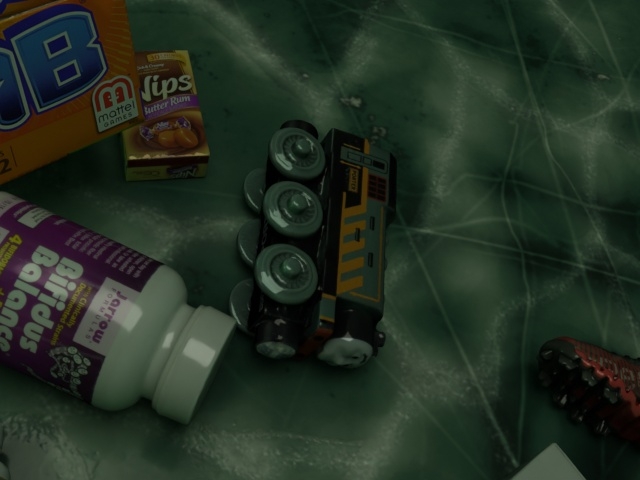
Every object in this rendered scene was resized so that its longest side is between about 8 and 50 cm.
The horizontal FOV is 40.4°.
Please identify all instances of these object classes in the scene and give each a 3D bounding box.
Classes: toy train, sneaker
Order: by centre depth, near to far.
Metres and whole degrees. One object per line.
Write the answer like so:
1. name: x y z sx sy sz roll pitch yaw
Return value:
1. toy train: 0.000 0.000 1.083 0.190 0.142 0.334 16 55 -18
2. sneaker: 0.401 0.190 1.094 0.276 0.097 0.135 32 56 3

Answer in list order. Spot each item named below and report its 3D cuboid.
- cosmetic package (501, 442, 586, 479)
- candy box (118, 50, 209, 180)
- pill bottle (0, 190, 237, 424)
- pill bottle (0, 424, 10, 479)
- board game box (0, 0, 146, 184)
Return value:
1. cosmetic package: 0.182 0.327 0.933 0.231 0.117 0.085 -29 71 -28
2. candy box: -0.220 -0.172 1.173 0.109 0.053 0.187 -5 59 -18
3. pill bottle: -0.250 0.079 0.933 0.301 0.169 0.169 24 55 1
4. pill bottle: -0.350 0.261 0.834 0.094 0.094 0.169 4 58 -14
5. board game box: -0.455 -0.278 0.924 0.356 0.356 0.356 -31 47 -30
